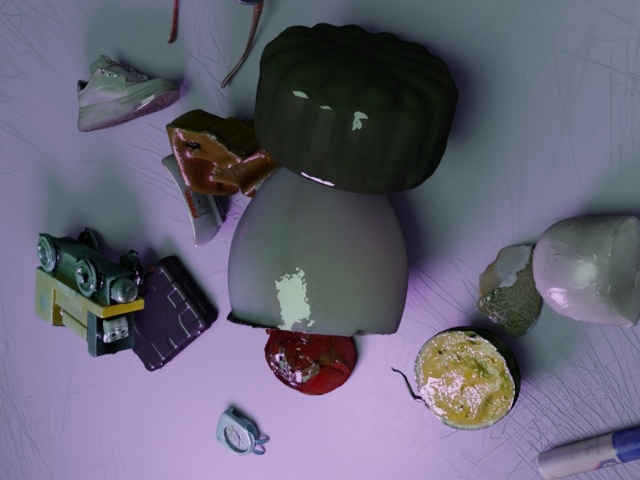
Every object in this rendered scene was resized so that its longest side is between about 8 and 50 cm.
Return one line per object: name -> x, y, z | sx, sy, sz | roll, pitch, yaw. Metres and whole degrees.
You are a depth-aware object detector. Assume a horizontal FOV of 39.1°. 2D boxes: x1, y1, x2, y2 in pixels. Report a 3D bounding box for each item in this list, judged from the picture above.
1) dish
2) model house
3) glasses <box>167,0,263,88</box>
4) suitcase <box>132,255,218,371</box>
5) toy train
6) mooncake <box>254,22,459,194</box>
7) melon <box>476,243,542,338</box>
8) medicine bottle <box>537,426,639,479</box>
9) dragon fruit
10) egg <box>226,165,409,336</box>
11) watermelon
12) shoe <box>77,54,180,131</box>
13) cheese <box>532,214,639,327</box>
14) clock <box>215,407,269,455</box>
dish -> -0.272, -0.100, 2.004 | 0.077, 0.151, 0.212 | -20, 99, 2
model house -> -0.157, -0.163, 1.846 | 0.239, 0.268, 0.173 | 14, 96, 27
glasses -> -0.217, -0.483, 1.865 | 0.234, 0.118, 0.268 | 38, 145, 13
suitcase -> -0.395, 0.185, 2.237 | 0.285, 0.066, 0.206 | -39, 85, 38
toy train -> -0.577, 0.122, 2.227 | 0.397, 0.160, 0.253 | 22, 112, 43
mooncake -> 0.061, -0.247, 1.572 | 0.356, 0.356, 0.194 | 31, 128, 20
melon -> 0.340, 0.103, 1.687 | 0.093, 0.139, 0.202 | 28, 127, 49
medicine bottle -> 0.525, 0.405, 1.713 | 0.231, 0.059, 0.059 | -28, 92, 39
dragon fruit -> -0.049, 0.258, 1.981 | 0.224, 0.148, 0.218 | 19, 119, 27
egg -> 0.000, 0.000, 1.740 | 0.354, 0.354, 0.339 | 6, 92, 32
watermelon -> 0.292, 0.260, 1.767 | 0.204, 0.127, 0.232 | 51, 126, 5
shoe -> -0.450, -0.349, 2.026 | 0.316, 0.124, 0.159 | -15, 93, 37
cheese -> 0.463, 0.051, 1.553 | 0.189, 0.154, 0.198 | 8, 114, 37
clock -> -0.196, 0.487, 2.242 | 0.135, 0.041, 0.101 | 29, 122, 20
